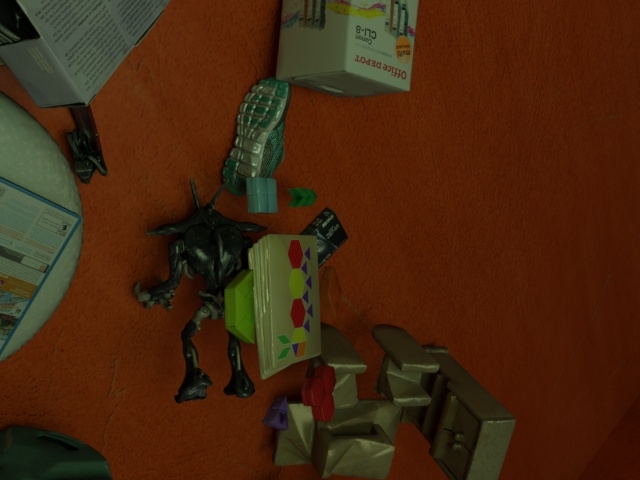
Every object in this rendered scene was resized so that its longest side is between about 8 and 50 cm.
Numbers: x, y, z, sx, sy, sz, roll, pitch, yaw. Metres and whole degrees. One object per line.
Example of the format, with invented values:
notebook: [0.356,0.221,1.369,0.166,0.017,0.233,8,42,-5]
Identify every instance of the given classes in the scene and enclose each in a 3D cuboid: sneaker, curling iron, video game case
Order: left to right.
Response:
video game case: [-0.305,0.026,0.635,0.119,0.015,0.166,33,86,-48]
curling iron: [-0.263,-0.182,0.740,0.035,0.068,0.274,-12,121,-13]
sneaker: [-0.075,-0.138,0.953,0.076,0.065,0.166,4,111,-62]

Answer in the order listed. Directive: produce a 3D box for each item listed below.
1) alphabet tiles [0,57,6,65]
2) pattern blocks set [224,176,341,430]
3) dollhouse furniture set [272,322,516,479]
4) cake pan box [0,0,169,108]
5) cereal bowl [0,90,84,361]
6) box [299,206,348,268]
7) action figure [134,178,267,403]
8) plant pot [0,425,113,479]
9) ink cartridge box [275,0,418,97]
alphabet tiles: [-0.394,-0.201,0.517,0.342,0.011,0.285,-21,109,-42]
pattern blocks set: [-0.043,0.083,0.941,0.285,0.026,0.325,19,71,-62]
dollhouse furniture set: [0.100,0.320,1.278,0.394,0.256,0.362,4,108,-22]
cake pan box: [-0.233,-0.287,0.632,0.246,0.070,0.267,61,39,-41]
cereal bowl: [-0.377,0.005,0.671,0.339,0.141,0.339,-21,123,-36]
box: [0.000,0.000,1.112,0.083,0.018,0.067,-45,135,-17]
action figure: [-0.153,0.064,0.921,0.164,0.141,0.276,-1,85,-35]
plant pot: [-0.370,0.404,0.765,0.341,0.341,0.334,1,102,-44]
ink cartridge box: [0.036,-0.279,0.896,0.128,0.127,0.176,3,93,-45]
